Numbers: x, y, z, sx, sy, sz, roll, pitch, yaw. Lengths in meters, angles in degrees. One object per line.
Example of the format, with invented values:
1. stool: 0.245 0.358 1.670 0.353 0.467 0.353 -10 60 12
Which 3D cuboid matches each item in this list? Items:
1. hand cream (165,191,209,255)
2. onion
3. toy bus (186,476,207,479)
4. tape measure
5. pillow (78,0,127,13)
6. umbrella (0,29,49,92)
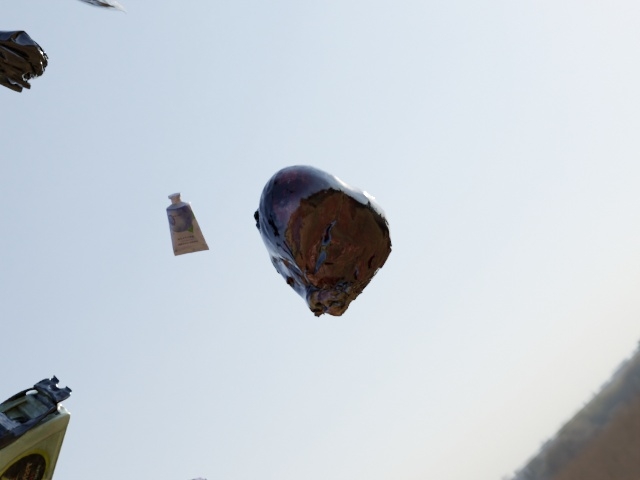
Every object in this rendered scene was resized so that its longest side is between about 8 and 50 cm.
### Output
1. hand cream: -0.302 -0.036 2.320 0.084 0.142 0.053 -10 15 13
2. onion: 0.002 -0.018 1.895 0.221 0.280 0.281 -14 -2 29
3. toy bus: -0.224 0.447 1.783 0.102 0.058 0.052 -50 -25 25
4. tape measure: -0.534 0.355 1.757 0.207 0.115 0.235 -12 -51 -54
5. pillow: -0.436 -0.461 1.994 0.217 0.130 0.033 -102 32 -79
6. umbrella: -0.625 -0.321 1.794 0.340 0.118 0.118 0 -44 -44
